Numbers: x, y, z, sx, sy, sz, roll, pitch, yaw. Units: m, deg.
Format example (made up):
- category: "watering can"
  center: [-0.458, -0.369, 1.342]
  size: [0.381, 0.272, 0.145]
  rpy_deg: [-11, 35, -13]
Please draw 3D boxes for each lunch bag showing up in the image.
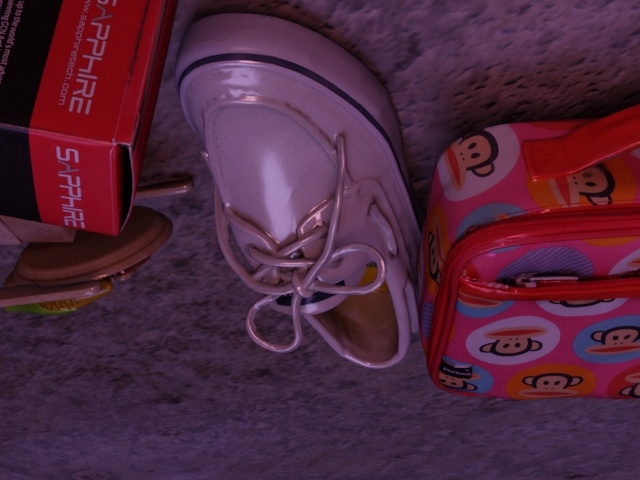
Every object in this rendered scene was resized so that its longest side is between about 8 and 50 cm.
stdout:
- category: "lunch bag"
  center: [0.215, 0.003, 0.834]
  size: [0.293, 0.120, 0.258]
  rpy_deg: [-3, 145, -3]

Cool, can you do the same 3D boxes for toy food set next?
- category: "toy food set"
  center: [-0.170, 0.014, 0.927]
  size: [0.132, 0.192, 0.038]
  rpy_deg: [-6, 114, 22]

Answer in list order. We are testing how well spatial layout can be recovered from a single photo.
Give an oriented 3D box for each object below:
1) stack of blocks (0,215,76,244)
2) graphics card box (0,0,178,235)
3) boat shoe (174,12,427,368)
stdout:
- category: "stack of blocks"
  center: [-0.337, -0.073, 0.902]
  size: [0.297, 0.087, 0.171]
  rpy_deg: [-1, 152, 17]
- category: "graphics card box"
  center: [-0.248, -0.148, 0.575]
  size: [0.371, 0.233, 0.094]
  rpy_deg: [10, 153, -4]
- category: "boat shoe"
  center: [-0.008, 0.001, 0.878]
  size: [0.136, 0.156, 0.367]
  rpy_deg: [-1, 152, 17]
